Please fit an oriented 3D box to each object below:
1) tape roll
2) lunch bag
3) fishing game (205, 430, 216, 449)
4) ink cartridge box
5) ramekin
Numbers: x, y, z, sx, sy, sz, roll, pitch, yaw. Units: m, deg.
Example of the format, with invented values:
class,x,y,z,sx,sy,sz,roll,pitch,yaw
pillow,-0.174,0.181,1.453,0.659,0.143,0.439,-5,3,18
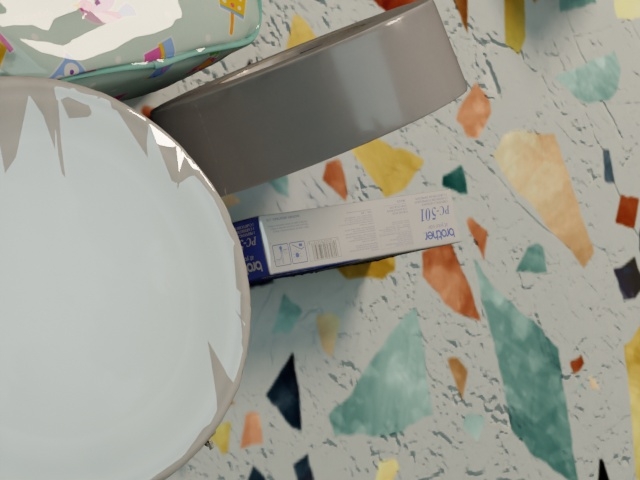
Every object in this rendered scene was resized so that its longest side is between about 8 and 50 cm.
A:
class,x,y,z,sx,sy,sz,roll,pitch,yaw
tape roll,-0.009,-0.101,1.401,0.219,0.219,0.072,-28,100,-44
lunch bag,-0.176,-0.205,1.339,0.279,0.108,0.224,-19,88,-47
fishing game,-0.172,0.054,1.332,0.189,0.041,0.264,-27,98,-44
ink cartridge box,0.000,0.000,1.473,0.207,0.097,0.046,-9,87,-44
ramekin,-0.191,0.042,1.222,0.272,0.127,0.273,8,73,-29
